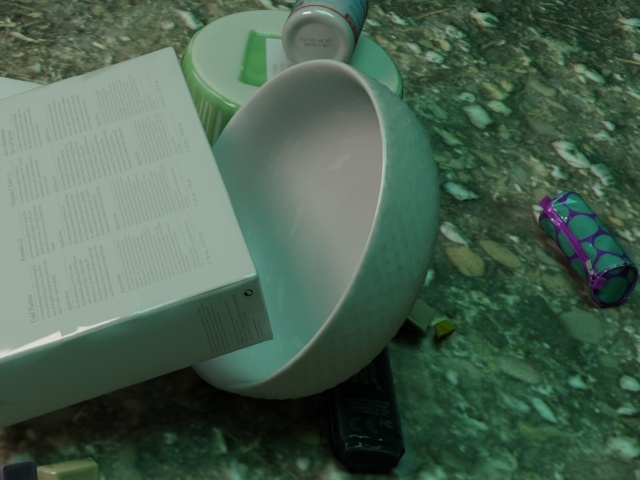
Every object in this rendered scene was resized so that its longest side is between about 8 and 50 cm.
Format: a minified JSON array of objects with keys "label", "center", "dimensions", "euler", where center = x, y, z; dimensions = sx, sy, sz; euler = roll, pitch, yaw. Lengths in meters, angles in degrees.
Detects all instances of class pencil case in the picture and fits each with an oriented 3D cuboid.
[{"label":"pencil case","center":[0.322,0.007,1.487],"dimensions":[0.070,0.064,0.151],"euler":[18,30,-36]}]

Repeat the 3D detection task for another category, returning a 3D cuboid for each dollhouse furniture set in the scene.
[{"label":"dollhouse furniture set","center":[-0.256,0.238,1.090],"dimensions":[0.081,0.091,0.114],"euler":[-11,-6,38]}]

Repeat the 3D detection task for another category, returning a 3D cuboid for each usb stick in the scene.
[{"label":"usb stick","center":[0.036,0.123,1.283],"dimensions":[0.077,0.045,0.278],"euler":[10,38,-14]}]

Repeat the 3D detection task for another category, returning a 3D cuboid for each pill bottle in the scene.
[{"label":"pill bottle","center":[0.011,-0.274,1.493],"dimensions":[0.087,0.087,0.160],"euler":[15,39,3]}]

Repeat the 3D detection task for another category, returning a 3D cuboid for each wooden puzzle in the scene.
[{"label":"wooden puzzle","center":[0.093,0.072,1.353],"dimensions":[0.116,0.014,0.078],"euler":[40,21,8]}]

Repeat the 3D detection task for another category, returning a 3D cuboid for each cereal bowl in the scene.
[{"label":"cereal bowl","center":[0.000,0.000,1.227],"dimensions":[0.141,0.339,0.339],"euler":[21,29,-36]}]

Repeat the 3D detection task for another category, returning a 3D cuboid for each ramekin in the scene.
[{"label":"ramekin","center":[-0.042,-0.160,1.528],"dimensions":[0.303,0.148,0.303],"euler":[8,38,-6]}]

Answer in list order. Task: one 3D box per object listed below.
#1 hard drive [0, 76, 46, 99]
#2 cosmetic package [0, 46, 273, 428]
[{"label":"hard drive","center":[-0.380,-0.073,1.410],"dimensions":[0.233,0.047,0.353],"euler":[11,39,-1]},{"label":"cosmetic package","center":[-0.233,-0.017,1.205],"dimensions":[0.284,0.097,0.377],"euler":[-16,44,-7]}]
